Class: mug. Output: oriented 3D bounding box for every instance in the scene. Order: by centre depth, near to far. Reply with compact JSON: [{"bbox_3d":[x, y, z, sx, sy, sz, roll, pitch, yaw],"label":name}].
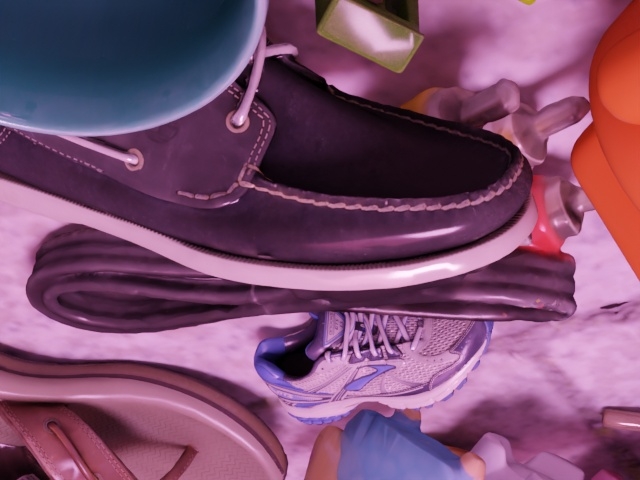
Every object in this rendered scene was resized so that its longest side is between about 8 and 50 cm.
[{"bbox_3d":[-0.085,-0.115,0.368,0.129,0.097,0.157,-27,134,35],"label":"mug"}]

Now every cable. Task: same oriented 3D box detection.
[{"bbox_3d":[0.000,0.000,0.575,0.287,0.072,0.139,-10,151,37],"label":"cable"}]

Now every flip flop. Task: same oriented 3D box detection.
[{"bbox_3d":[-0.155,0.113,0.698,0.277,0.080,0.112,17,142,-17],"label":"flip flop"}]

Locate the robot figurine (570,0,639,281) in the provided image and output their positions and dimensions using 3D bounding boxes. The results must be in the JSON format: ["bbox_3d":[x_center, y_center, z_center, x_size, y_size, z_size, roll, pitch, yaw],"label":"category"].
[{"bbox_3d":[0.170,-0.063,0.392,0.158,0.128,0.219,23,140,-14],"label":"robot figurine"}]

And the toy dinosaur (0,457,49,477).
[{"bbox_3d":[-0.181,0.193,0.803,0.160,0.121,0.314,-19,111,17],"label":"toy dinosaur"}]

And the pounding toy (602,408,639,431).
[{"bbox_3d":[0.254,0.121,0.683,0.130,0.100,0.141,10,148,-34],"label":"pounding toy"}]

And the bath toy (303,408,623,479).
[{"bbox_3d":[0.152,0.196,0.747,0.348,0.151,0.129,21,97,-26],"label":"bath toy"}]

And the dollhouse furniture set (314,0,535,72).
[{"bbox_3d":[0.051,-0.129,0.401,0.076,0.059,0.152,23,121,-13],"label":"dollhouse furniture set"}]

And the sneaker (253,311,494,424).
[{"bbox_3d":[0.022,0.055,0.633,0.135,0.052,0.058,-24,132,31],"label":"sneaker"}]

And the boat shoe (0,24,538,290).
[{"bbox_3d":[-0.038,-0.041,0.446,0.233,0.084,0.079,14,131,19],"label":"boat shoe"}]
